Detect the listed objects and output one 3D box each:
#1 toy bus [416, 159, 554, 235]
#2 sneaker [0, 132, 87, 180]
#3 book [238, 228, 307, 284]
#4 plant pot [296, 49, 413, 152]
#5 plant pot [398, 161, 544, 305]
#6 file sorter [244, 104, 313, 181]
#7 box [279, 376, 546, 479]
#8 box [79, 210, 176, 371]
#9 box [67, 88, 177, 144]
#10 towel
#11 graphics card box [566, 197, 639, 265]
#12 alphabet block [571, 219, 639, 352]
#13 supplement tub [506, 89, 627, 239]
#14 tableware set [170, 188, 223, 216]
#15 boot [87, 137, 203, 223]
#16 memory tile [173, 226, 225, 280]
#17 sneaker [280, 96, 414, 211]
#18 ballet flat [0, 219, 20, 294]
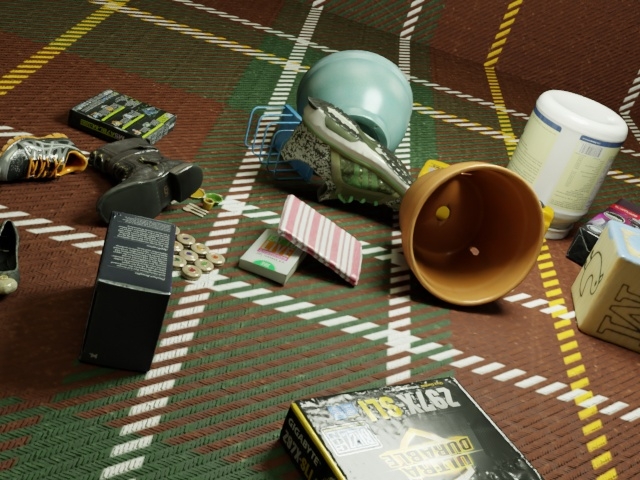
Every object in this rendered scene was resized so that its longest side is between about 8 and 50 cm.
[{"bbox_3d":[0.389,-0.081,2.054,0.332,0.108,0.130,24,29,8],"label":"toy bus"},{"bbox_3d":[-0.535,-0.154,1.629,0.083,0.084,0.215,33,30,14],"label":"sneaker"},{"bbox_3d":[-0.088,0.029,1.646,0.096,0.035,0.144,20,29,9],"label":"book"},{"bbox_3d":[0.079,-0.284,2.055,0.293,0.293,0.196,15,40,-8],"label":"plant pot"},{"bbox_3d":[0.286,-0.035,1.761,0.290,0.291,0.203,10,14,-17],"label":"plant pot"},{"bbox_3d":[-0.093,-0.231,2.008,0.104,0.118,0.170,-6,37,-33],"label":"file sorter"},{"bbox_3d":[0.137,0.323,1.222,0.322,0.079,0.257,-1,33,-34],"label":"box"},{"bbox_3d":[-0.293,0.075,1.304,0.108,0.153,0.207,12,30,-15],"label":"box"},{"bbox_3d":[-0.449,-0.276,1.938,0.184,0.045,0.191,24,27,3],"label":"box"},{"bbox_3d":[0.000,0.000,1.693,0.197,0.029,0.144,35,27,-13],"label":"towel"},{"bbox_3d":[0.802,0.015,2.167,0.232,0.094,0.371,34,32,24],"label":"graphics card box"},{"bbox_3d":[0.675,0.103,1.821,0.193,0.197,0.192,21,27,2],"label":"alphabet block"},{"bbox_3d":[0.605,-0.190,2.154,0.235,0.325,0.235,15,29,-8],"label":"supplement tub"},{"bbox_3d":[-0.284,-0.102,1.757,0.154,0.024,0.104,25,28,10],"label":"tableware set"},{"bbox_3d":[-0.388,-0.126,1.686,0.229,0.091,0.263,26,35,33],"label":"boot"},{"bbox_3d":[-0.259,0.019,1.570,0.148,0.012,0.113,30,29,18],"label":"memory tile"},{"bbox_3d":[0.077,-0.143,1.933,0.410,0.182,0.158,40,20,-17],"label":"sneaker"},{"bbox_3d":[-0.510,0.028,1.356,0.057,0.049,0.173,5,32,-24],"label":"ballet flat"}]
